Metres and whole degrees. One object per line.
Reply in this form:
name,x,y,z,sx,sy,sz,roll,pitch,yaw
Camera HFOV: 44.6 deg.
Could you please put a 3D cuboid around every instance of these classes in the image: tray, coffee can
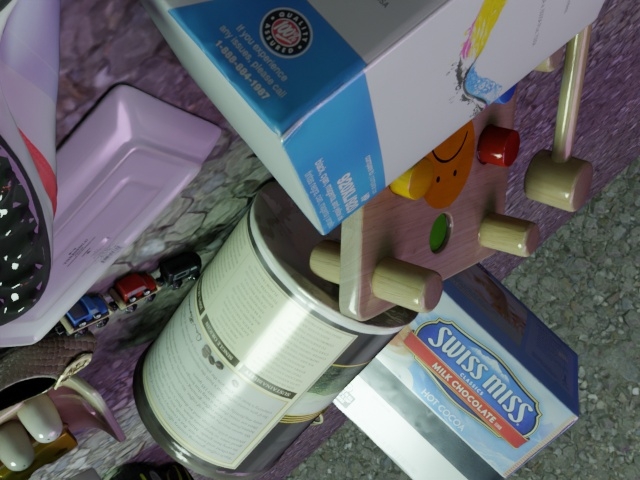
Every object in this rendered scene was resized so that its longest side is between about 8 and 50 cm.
tray,-0.193,0.002,0.603,0.270,0.030,0.145,-44,163,13
coffee can,-0.052,0.099,0.839,0.201,0.201,0.275,-15,149,-53

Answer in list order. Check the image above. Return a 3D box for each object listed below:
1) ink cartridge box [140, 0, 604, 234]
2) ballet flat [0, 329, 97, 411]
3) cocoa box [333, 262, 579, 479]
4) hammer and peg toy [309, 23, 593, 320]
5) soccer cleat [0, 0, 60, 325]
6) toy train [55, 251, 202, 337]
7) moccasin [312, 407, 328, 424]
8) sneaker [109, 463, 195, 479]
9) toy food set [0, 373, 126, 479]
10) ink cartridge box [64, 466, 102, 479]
ink cartridge box,0.031,-0.155,0.445,0.233,0.171,0.168,-38,163,-3
ballet flat,-0.303,0.149,0.685,0.250,0.058,0.084,-24,157,-41
cocoa box,0.156,0.150,1.086,0.228,0.347,0.231,-48,175,21
hammer and peg toy,0.140,-0.098,0.743,0.361,0.127,0.266,-22,120,-46
soccer cleat,-0.159,-0.107,0.330,0.109,0.116,0.318,-1,129,-20
toy train,-0.180,0.049,0.748,0.158,0.027,0.036,-28,155,-35
moccasin,-0.064,0.303,1.412,0.147,0.139,0.380,-50,160,25
sneaker,-0.304,0.489,1.369,0.147,0.145,0.384,-39,161,-6
toy food set,-0.354,0.270,0.818,0.306,0.092,0.219,-33,161,-19
ink cartridge box,-0.321,0.347,0.818,0.219,0.092,0.160,-37,174,-7
